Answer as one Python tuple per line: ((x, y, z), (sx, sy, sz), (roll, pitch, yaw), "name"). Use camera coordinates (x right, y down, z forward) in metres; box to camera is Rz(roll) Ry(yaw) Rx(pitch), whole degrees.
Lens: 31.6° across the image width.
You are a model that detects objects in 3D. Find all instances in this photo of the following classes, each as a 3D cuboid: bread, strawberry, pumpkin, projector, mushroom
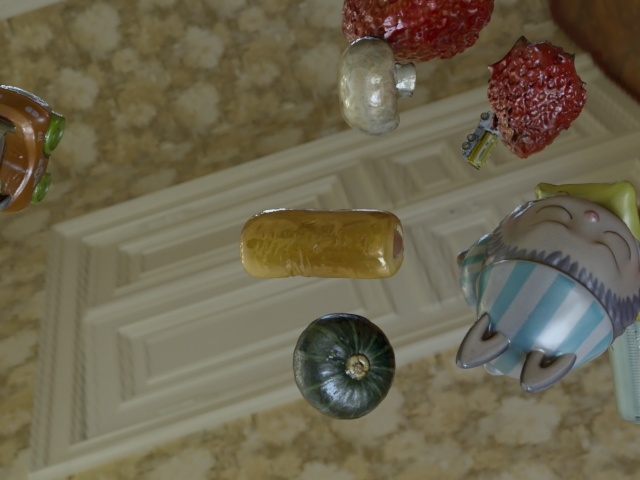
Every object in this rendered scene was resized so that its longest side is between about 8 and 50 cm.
((0.000, 0.000, 2.045), (0.091, 0.305, 0.142), (55, -140, -55), "bread")
((0.186, -0.448, 2.174), (0.291, 0.292, 0.309), (70, -145, -69), "strawberry")
((0.036, 0.192, 1.758), (0.125, 0.167, 0.167), (-168, 59, -77), "pumpkin")
((0.618, 0.196, 2.230), (0.108, 0.108, 0.337), (-106, 2, -65), "projector")
((0.090, -0.249, 1.834), (0.166, 0.127, 0.166), (2, -90, -89), "mushroom")
((0.380, -0.244, 2.004), (0.187, 0.184, 0.201), (-20, 53, 63), "strawberry")

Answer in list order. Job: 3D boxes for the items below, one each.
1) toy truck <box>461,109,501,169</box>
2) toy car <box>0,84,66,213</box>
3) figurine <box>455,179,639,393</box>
((0.353, -0.216, 2.458), (0.063, 0.123, 0.052), (32, 177, 15), "toy truck")
((-0.545, -0.129, 1.882), (0.235, 0.145, 0.235), (24, -90, -88), "toy car")
((0.289, 0.085, 1.728), (0.361, 0.378, 0.266), (-24, 91, 48), "figurine")
